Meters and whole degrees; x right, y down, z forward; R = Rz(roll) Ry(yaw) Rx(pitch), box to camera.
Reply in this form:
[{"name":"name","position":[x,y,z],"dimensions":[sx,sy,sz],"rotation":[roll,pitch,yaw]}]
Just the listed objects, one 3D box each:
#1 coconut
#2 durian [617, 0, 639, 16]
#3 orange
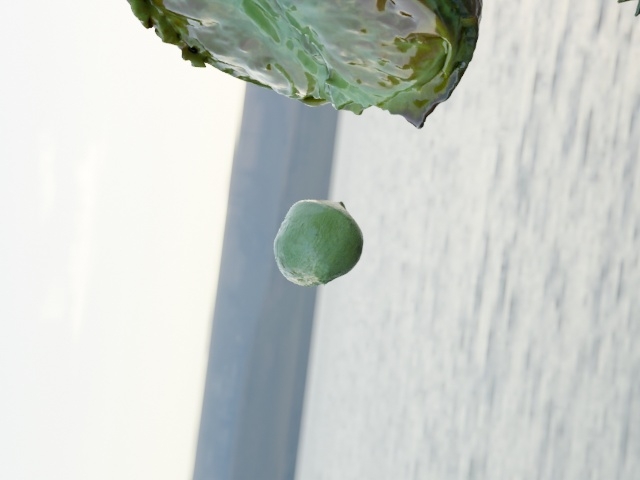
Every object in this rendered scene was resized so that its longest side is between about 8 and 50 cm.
[{"name":"coconut","position":[0.000,0.000,1.402],"dimensions":[0.096,0.088,0.088],"rotation":[-55,-11,-23]},{"name":"durian","position":[0.167,-0.142,0.635],"dimensions":[0.100,0.215,0.086],"rotation":[-39,33,19]},{"name":"orange","position":[-0.015,-0.231,1.193],"dimensions":[0.334,0.262,0.196],"rotation":[12,82,60]}]
